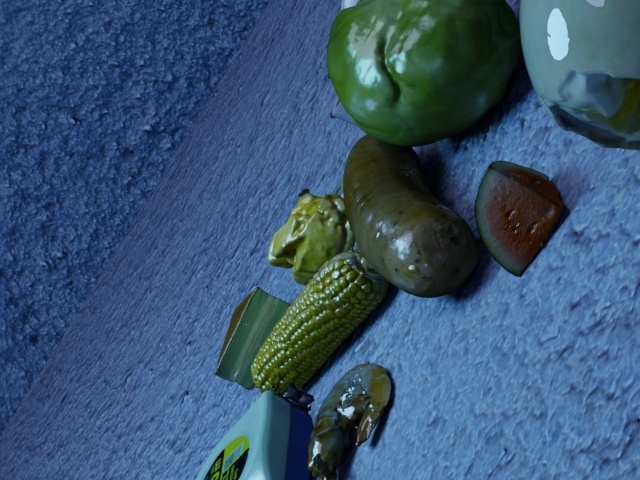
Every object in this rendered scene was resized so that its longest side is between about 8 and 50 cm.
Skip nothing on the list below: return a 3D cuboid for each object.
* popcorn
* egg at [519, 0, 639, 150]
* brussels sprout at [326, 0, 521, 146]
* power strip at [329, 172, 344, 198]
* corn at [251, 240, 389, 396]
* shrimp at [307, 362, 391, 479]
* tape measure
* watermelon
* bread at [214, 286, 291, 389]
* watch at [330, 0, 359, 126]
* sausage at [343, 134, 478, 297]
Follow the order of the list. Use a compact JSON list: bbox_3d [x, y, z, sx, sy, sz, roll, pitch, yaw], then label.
[{"bbox_3d":[0.000,0.000,1.973,0.167,0.148,0.152,-35,58,26],"label":"popcorn"},{"bbox_3d":[0.333,-0.251,1.219,0.278,0.278,0.336,-17,52,66],"label":"egg"},{"bbox_3d":[0.141,-0.266,1.849,0.273,0.243,0.316,-47,19,19],"label":"brussels sprout"},{"bbox_3d":[0.023,-0.049,2.181,0.227,0.029,0.080,-56,15,12],"label":"power strip"},{"bbox_3d":[-0.010,0.120,1.870,0.293,0.106,0.106,-49,20,30],"label":"corn"},{"bbox_3d":[0.032,0.225,1.658,0.132,0.052,0.187,-43,21,44],"label":"shrimp"},{"bbox_3d":[-0.093,0.363,1.694,0.215,0.098,0.351,-48,17,27],"label":"tape measure"},{"bbox_3d":[0.238,-0.026,1.505,0.094,0.125,0.135,-2,85,35],"label":"watermelon"},{"bbox_3d":[-0.110,0.160,2.126,0.084,0.074,0.139,-45,21,47],"label":"bread"},{"bbox_3d":[0.103,-0.296,2.125,0.217,0.211,0.248,177,114,-80],"label":"watch"},{"bbox_3d":[0.101,-0.043,1.791,0.136,0.123,0.501,-45,18,9],"label":"sausage"}]
